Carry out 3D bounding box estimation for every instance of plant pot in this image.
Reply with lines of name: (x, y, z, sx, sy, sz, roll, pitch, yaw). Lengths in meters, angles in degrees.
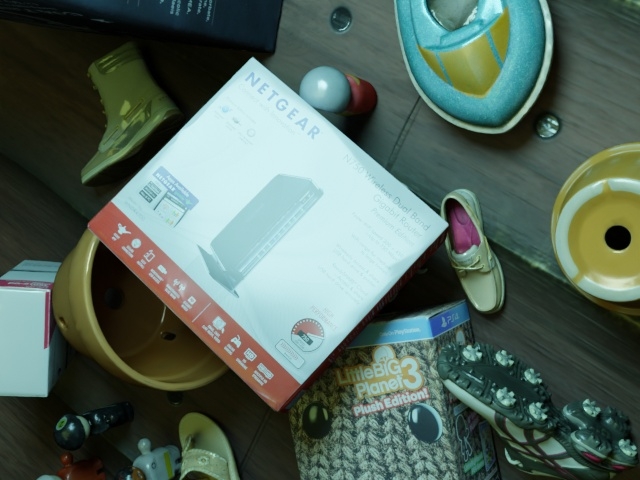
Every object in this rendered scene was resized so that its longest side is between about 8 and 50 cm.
plant pot: (0.346, -0.009, 0.905, 0.205, 0.188, 0.205, 3, 96, 29)
plant pot: (-0.263, 0.078, 1.222, 0.203, 0.291, 0.291, -11, 89, 47)

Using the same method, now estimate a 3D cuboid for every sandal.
sandal: (-0.178, 0.368, 1.269, 0.088, 0.079, 0.240, -44, 61, 20)

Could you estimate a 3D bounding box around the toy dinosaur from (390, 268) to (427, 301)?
toy dinosaur: (0.000, 0.000, 1.161, 0.313, 0.121, 0.160, 44, 101, 23)

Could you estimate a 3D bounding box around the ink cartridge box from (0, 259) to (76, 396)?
ink cartridge box: (-0.469, 0.137, 1.345, 0.100, 0.237, 0.172, 3, 98, -7)

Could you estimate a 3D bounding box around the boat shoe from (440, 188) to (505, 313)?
boat shoe: (0.192, 0.016, 1.068, 0.063, 0.059, 0.170, -20, 85, 29)

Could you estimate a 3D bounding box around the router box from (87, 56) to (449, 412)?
router box: (-0.065, -0.010, 1.022, 0.335, 0.082, 0.301, 41, 85, 13)

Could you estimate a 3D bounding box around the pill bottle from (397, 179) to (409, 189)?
pill bottle: (0.081, -0.060, 1.119, 0.116, 0.065, 0.065, 35, 110, 23)

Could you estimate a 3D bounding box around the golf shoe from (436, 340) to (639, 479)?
golf shoe: (0.245, 0.224, 0.988, 0.273, 0.105, 0.120, 30, 123, -6)

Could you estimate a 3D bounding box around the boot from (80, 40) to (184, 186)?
boot: (-0.337, -0.202, 1.333, 0.213, 0.077, 0.165, -37, 78, 22)

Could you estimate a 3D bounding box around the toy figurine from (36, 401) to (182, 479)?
toy figurine: (-0.357, 0.396, 1.360, 0.209, 0.148, 0.213, 36, 110, 22)

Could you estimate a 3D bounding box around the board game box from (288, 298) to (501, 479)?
board game box: (0.093, 0.244, 1.098, 0.232, 0.141, 0.291, -12, 89, 29)

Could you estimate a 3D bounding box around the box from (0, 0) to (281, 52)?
box: (-0.361, -0.442, 1.096, 0.480, 0.472, 0.297, 13, 102, 27)

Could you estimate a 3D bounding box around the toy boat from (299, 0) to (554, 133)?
toy boat: (0.128, -0.236, 1.029, 0.318, 0.148, 0.267, -24, 83, 28)
